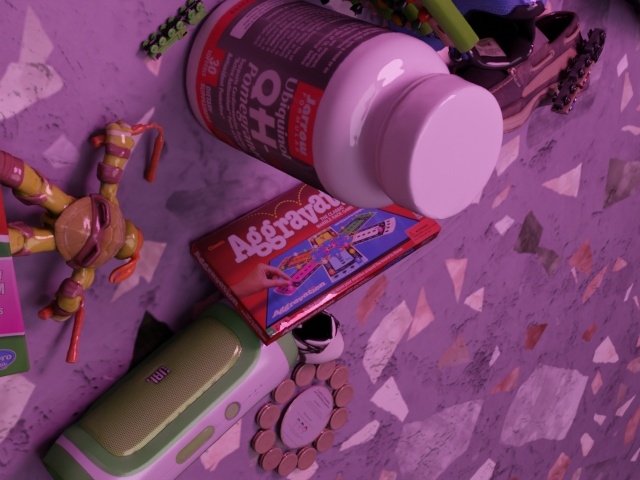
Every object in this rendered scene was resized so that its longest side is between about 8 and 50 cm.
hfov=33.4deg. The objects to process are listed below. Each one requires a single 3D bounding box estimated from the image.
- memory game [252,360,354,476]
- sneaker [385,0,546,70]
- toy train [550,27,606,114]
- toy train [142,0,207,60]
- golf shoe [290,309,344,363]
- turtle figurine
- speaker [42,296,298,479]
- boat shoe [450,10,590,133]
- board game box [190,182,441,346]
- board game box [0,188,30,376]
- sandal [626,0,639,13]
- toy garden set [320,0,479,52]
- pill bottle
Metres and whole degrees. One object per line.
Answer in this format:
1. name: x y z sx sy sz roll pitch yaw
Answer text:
1. memory game: -0.023 0.245 1.489 0.186 0.012 0.186 -24 127 -36
2. sneaker: 0.155 -0.248 1.180 0.129 0.330 0.147 -13 89 -11
3. toy train: 0.346 -0.223 1.429 0.158 0.027 0.036 -57 146 -28
4. toy train: -0.148 -0.214 1.089 0.083 0.017 0.024 -47 149 -16
5. golf shoe: -0.011 0.123 1.369 0.077 0.094 0.198 -58 142 -6
6. turtle figurine: -0.251 -0.002 1.048 0.217 0.087 0.270 15 100 -49
7. speaker: -0.165 0.189 1.216 0.296 0.131 0.131 -41 136 -23
8. boat shoe: 0.236 -0.230 1.417 0.355 0.132 0.130 -28 120 -45
9. board game box: 0.000 0.000 1.275 0.281 0.145 0.027 -31 160 -31
10. board game box: -0.380 -0.013 0.864 0.242 0.064 0.317 -11 122 -18
11. sandal: 0.494 -0.410 1.602 0.168 0.107 0.445 -63 153 0
12. toy garden set: 0.021 -0.277 1.058 0.049 0.244 0.204 -49 128 -2
13. pill bottle: 0.022 -0.136 1.077 0.176 0.318 0.176 -23 126 -36
